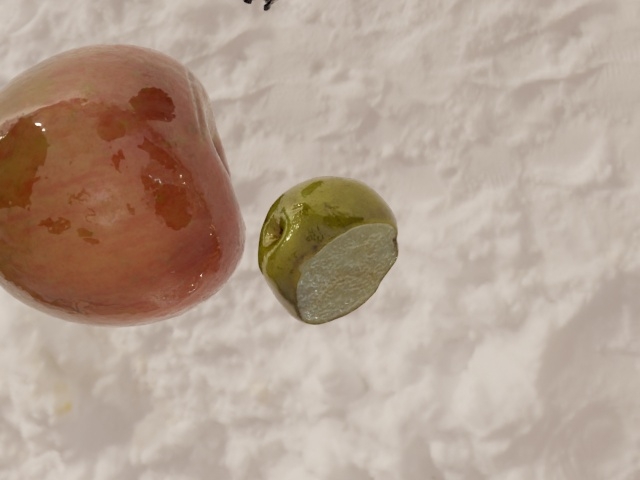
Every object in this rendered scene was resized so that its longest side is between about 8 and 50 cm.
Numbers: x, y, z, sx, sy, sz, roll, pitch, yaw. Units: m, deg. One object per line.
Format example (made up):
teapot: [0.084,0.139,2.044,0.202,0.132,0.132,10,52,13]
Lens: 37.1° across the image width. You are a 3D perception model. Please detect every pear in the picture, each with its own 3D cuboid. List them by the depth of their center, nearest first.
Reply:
pear: [0.000,0.000,0.899,0.141,0.104,0.141,-21,137,-22]

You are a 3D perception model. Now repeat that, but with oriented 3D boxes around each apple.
apple: [-0.275,-0.064,1.203,0.364,0.364,0.363,6,122,9]

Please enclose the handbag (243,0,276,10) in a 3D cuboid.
handbag: [-0.084,-0.356,0.987,0.113,0.162,0.260,-25,151,0]
